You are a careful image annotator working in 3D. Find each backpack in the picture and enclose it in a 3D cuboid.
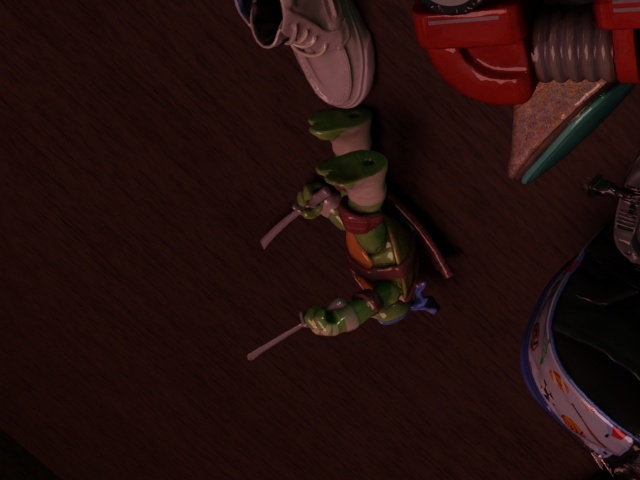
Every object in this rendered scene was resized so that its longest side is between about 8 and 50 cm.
[{"bbox_3d":[0.332,0.109,0.991,0.263,0.276,0.213,39,156,2],"label":"backpack"}]

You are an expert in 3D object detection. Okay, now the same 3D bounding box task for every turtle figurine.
[{"bbox_3d":[0.000,0.000,1.164,0.275,0.198,0.266,14,134,22],"label":"turtle figurine"}]

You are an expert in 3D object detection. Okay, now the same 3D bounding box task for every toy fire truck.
[{"bbox_3d":[0.195,-0.145,0.738,0.217,0.158,0.246,1,131,26],"label":"toy fire truck"}]

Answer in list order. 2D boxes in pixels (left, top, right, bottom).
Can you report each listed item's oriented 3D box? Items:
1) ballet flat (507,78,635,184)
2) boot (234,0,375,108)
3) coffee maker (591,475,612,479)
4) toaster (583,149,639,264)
[{"bbox_3d":[0.240,-0.170,0.889,0.106,0.107,0.316,54,139,10],"label":"ballet flat"},{"bbox_3d":[-0.026,-0.214,1.011,0.095,0.123,0.258,8,135,33],"label":"boot"},{"bbox_3d":[0.340,0.393,1.373,0.120,0.171,0.178,24,125,-20],"label":"coffee maker"},{"bbox_3d":[0.350,-0.043,0.879,0.227,0.146,0.129,19,139,20],"label":"toaster"}]
